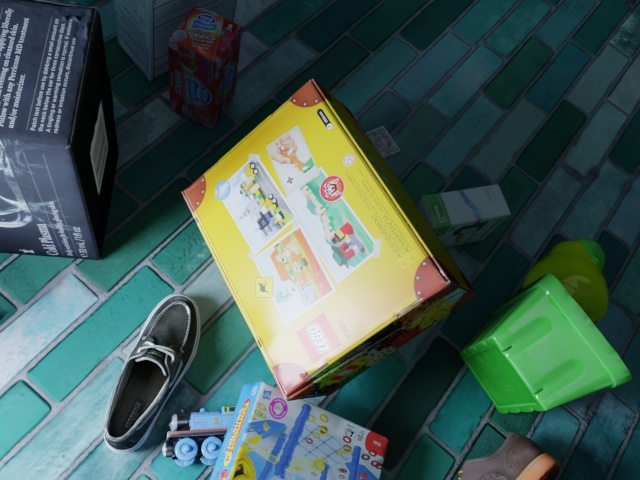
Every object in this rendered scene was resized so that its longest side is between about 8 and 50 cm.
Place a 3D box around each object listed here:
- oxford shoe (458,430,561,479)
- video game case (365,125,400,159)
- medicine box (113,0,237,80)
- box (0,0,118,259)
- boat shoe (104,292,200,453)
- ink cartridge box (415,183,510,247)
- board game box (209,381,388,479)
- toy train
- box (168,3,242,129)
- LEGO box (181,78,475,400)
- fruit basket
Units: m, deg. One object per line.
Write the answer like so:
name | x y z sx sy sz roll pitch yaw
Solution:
oxford shoe | 0.319 0.540 1.246 0.364 0.130 0.133 -33 44 -18
video game case | 0.139 -0.246 1.601 0.122 0.011 0.087 -26 75 -23
medicine box | -0.347 -0.573 1.473 0.263 0.289 0.149 -36 81 -25
box | -0.646 -0.193 1.116 0.472 0.480 0.297 6 65 -11
boat shoe | -0.321 0.249 1.197 0.121 0.119 0.335 19 63 -5
ink cartridge box | 0.324 -0.052 1.477 0.213 0.154 0.093 -11 69 -19
board game box | -0.048 0.464 1.136 0.308 0.086 0.301 29 61 -20
toy train | -0.213 0.379 1.190 0.184 0.080 0.105 1 59 -15
box | -0.272 -0.399 1.429 0.123 0.257 0.128 25 62 0
LEGO box | 0.000 0.000 1.213 0.372 0.193 0.500 -37 66 17
fruit basket | 0.505 0.180 1.297 0.392 0.392 0.283 -28 75 -24
